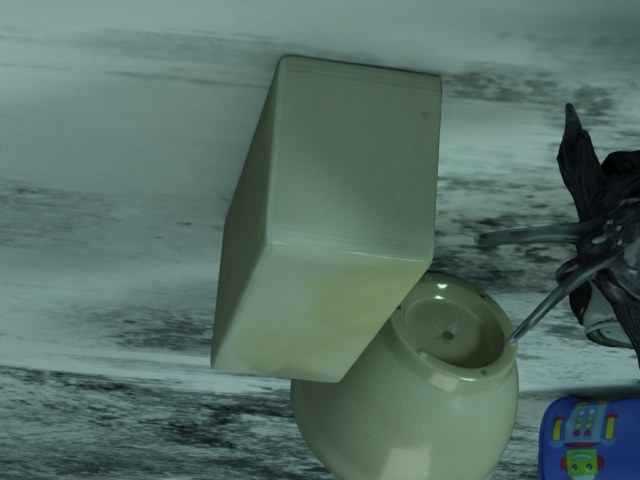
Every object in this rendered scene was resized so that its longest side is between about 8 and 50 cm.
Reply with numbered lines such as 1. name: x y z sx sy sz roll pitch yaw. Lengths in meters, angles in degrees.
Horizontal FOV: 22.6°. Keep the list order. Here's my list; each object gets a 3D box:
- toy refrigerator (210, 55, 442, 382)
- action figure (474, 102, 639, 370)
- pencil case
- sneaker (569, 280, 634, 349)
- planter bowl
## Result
1. toy refrigerator: 0.000 0.000 0.913 0.094 0.102 0.269 7 161 -8
2. action figure: 0.212 -0.018 0.710 0.276 0.164 0.141 -7 148 -25
3. pencil case: 0.340 0.182 1.352 0.306 0.119 0.133 -7 169 30
4. sneaker: 0.225 0.037 1.002 0.132 0.086 0.228 7 163 1
5. planter bowl: 0.072 0.091 1.121 0.162 0.162 0.109 11 133 -18
